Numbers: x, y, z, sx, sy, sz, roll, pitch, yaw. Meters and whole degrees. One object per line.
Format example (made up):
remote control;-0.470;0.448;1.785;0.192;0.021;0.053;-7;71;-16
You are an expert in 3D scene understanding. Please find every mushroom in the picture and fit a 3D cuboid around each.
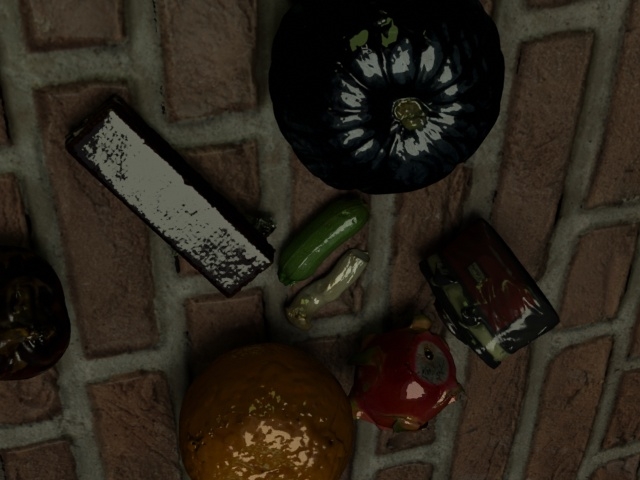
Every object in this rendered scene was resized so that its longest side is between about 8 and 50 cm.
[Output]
mushroom;0.014;0.092;1.881;0.202;0.054;0.059;-42;127;10

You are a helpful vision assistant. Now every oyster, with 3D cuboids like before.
oyster;-0.166;-0.007;1.738;0.177;0.064;0.125;-4;143;-28

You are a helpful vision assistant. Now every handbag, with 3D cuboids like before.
handbag;0.302;0.101;1.849;0.181;0.254;0.181;-38;147;10

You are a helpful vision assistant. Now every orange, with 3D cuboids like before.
orange;-0.102;0.352;1.889;0.340;0.293;0.341;-1;118;-2

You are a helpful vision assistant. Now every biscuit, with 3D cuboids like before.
biscuit;-0.233;-0.063;1.602;0.107;0.073;0.388;-39;115;13

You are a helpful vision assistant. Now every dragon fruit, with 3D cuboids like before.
dragon fruit;0.161;0.275;1.969;0.224;0.224;0.227;23;148;-32

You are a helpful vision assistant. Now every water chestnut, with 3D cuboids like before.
water chestnut;-0.505;0.125;1.617;0.238;0.224;0.223;-3;147;43

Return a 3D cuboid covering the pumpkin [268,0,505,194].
pumpkin;0.097;-0.244;1.500;0.363;0.266;0.364;-6;128;-8

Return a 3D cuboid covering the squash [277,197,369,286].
squash;0.000;0.000;1.789;0.077;0.068;0.219;29;115;-40
